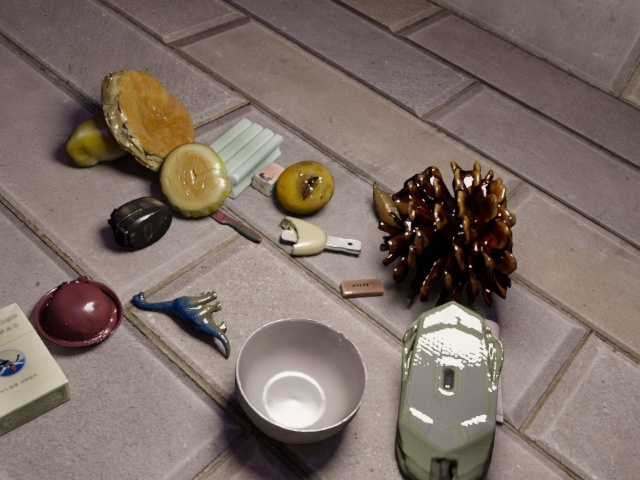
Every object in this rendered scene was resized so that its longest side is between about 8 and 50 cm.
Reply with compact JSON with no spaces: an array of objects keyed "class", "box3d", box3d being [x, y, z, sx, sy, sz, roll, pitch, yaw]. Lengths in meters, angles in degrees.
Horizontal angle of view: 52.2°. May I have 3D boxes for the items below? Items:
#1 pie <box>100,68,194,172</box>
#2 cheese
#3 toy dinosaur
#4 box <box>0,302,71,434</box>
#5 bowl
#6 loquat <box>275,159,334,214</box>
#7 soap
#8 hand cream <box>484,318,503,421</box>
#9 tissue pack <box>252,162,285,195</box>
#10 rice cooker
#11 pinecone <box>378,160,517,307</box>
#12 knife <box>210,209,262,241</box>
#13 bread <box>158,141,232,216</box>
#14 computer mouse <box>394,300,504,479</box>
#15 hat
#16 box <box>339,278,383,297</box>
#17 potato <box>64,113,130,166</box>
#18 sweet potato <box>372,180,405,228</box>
[{"class":"pie","box3d":[-0.498,-0.350,1.915,0.339,0.083,0.339,40,33,-33]},{"class":"cheese","box3d":[0.000,-0.001,1.835,0.235,0.049,0.127,9,42,-7]},{"class":"toy dinosaur","box3d":[-0.325,0.195,1.566,0.188,0.075,0.247,-19,58,-19]},{"class":"box","box3d":[-0.667,0.267,1.389,0.164,0.069,0.256,-26,56,-33]},{"class":"bowl","box3d":[-0.049,0.324,1.434,0.287,0.143,0.287,7,45,-7]},{"class":"loquat","box3d":[-0.047,-0.158,1.916,0.172,0.149,0.204,-25,19,-8]},{"class":"soap","box3d":[-0.249,-0.256,1.997,0.160,0.087,0.265,26,45,13]},{"class":"hand cream","box3d":[0.396,0.319,1.609,0.133,0.083,0.247,14,55,7]},{"class":"tissue pack","box3d":[-0.150,-0.187,1.974,0.074,0.058,0.094,31,46,19]},{"class":"rice cooker","box3d":[-0.473,-0.049,1.720,0.165,0.112,0.106,-22,50,-34]},{"class":"pinecone","box3d":[0.331,0.000,1.698,0.398,0.397,0.397,7,45,-7]},{"class":"knife","box3d":[-0.265,-0.055,1.848,0.247,0.018,0.035,30,53,19]},{"class":"bread","box3d":[-0.353,-0.167,1.837,0.214,0.105,0.213,0,82,0]},{"class":"computer mouse","box3d":[0.291,0.348,1.487,0.228,0.145,0.428,5,62,11]},{"class":"hat","box3d":[-0.559,0.157,1.511,0.206,0.089,0.205,7,44,-7]},{"class":"box","box3d":[0.111,0.128,1.753,0.115,0.025,0.048,-2,45,-15]},{"class":"potato","box3d":[-0.644,-0.286,1.902,0.194,0.157,0.157,-32,58,-13]},{"class":"sweet potato","box3d":[0.223,-0.056,1.935,0.075,0.074,0.269,-24,68,-32]}]
